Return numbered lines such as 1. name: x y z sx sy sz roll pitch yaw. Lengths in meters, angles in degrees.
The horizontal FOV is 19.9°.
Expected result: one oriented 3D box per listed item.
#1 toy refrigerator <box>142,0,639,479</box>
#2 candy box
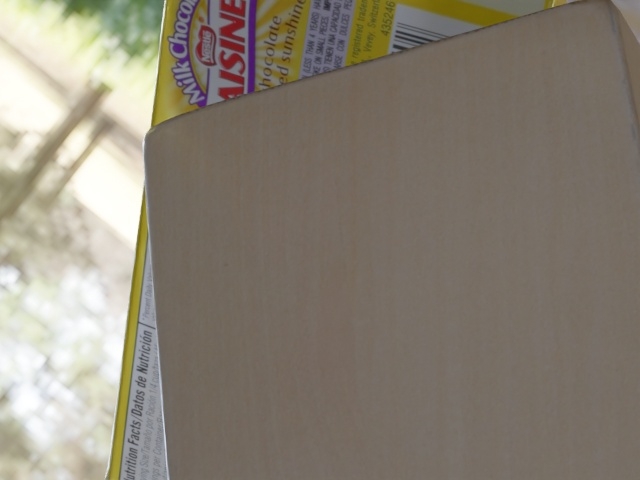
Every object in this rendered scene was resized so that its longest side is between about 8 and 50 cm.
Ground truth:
1. toy refrigerator: 0.040 0.102 0.346 0.094 0.102 0.269 37 -138 -61
2. candy box: 0.000 0.000 0.512 0.105 0.206 0.027 20 -150 16
